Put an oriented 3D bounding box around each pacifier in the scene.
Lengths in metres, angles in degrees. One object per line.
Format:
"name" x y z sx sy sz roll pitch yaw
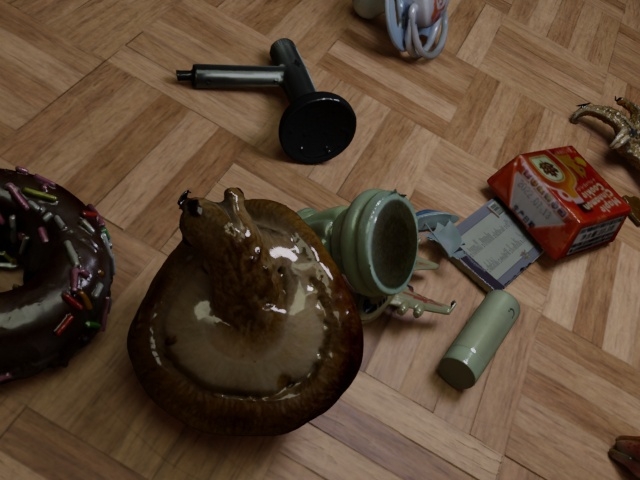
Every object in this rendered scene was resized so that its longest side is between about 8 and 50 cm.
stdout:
"pacifier" 0.187 -0.578 1.803 0.233 0.244 0.299 13 36 29

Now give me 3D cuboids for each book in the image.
"book" 0.355 0.009 1.490 0.157 0.026 0.231 43 49 17

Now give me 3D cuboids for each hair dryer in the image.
"hair dryer" -0.121 -0.282 1.497 0.284 0.156 0.320 -22 49 -13

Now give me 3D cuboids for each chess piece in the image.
"chess piece" 0.000 0.000 1.213 0.298 0.176 0.176 2 36 35

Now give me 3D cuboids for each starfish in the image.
"starfish" 0.766 -0.250 1.821 0.303 0.113 0.312 45 41 12

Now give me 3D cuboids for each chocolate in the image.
"chocolate" 0.519 -0.091 1.568 0.237 0.108 0.235 -11 56 -39

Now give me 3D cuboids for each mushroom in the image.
"mushroom" -0.112 0.105 1.023 0.345 0.260 0.346 0 74 0

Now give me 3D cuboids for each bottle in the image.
"bottle" 0.284 0.172 1.294 0.072 0.072 0.201 38 48 9

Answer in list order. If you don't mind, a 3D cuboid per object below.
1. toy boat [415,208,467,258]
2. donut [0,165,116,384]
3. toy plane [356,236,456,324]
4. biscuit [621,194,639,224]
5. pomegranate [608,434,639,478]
"toy boat" 0.243 -0.021 1.427 0.105 0.034 0.149 -27 42 -32
"donut" -0.428 0.037 1.058 0.259 0.136 0.345 -4 57 -22
"toy plane" 0.118 0.074 1.280 0.242 0.104 0.256 38 48 5
"biscuit" 0.746 -0.068 1.724 0.082 0.016 0.092 22 49 -13
"pomegranate" 0.607 0.381 1.209 0.247 0.214 0.214 12 35 39
